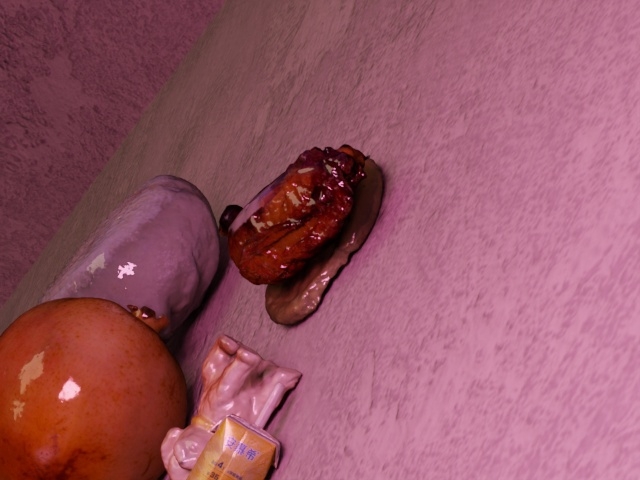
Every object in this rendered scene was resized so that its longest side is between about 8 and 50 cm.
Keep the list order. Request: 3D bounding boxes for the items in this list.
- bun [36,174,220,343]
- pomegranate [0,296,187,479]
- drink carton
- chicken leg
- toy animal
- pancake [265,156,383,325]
[{"bbox_3d":[-0.276,0.055,2.314,0.354,0.194,0.354,-43,12,11],"label":"bun"},{"bbox_3d":[-0.318,0.213,2.039,0.319,0.319,0.319,-52,18,25],"label":"pomegranate"},{"bbox_3d":[-0.094,0.247,1.669,0.200,0.084,0.074,-61,-6,0],"label":"drink carton"},{"bbox_3d":[-0.062,-0.023,1.873,0.407,0.096,0.158,-24,42,66],"label":"chicken leg"},{"bbox_3d":[-0.123,0.207,1.796,0.185,0.104,0.184,-66,18,-2],"label":"toy animal"},{"bbox_3d":[-0.001,0.000,1.885,0.236,0.042,0.222,-49,23,37],"label":"pancake"}]
